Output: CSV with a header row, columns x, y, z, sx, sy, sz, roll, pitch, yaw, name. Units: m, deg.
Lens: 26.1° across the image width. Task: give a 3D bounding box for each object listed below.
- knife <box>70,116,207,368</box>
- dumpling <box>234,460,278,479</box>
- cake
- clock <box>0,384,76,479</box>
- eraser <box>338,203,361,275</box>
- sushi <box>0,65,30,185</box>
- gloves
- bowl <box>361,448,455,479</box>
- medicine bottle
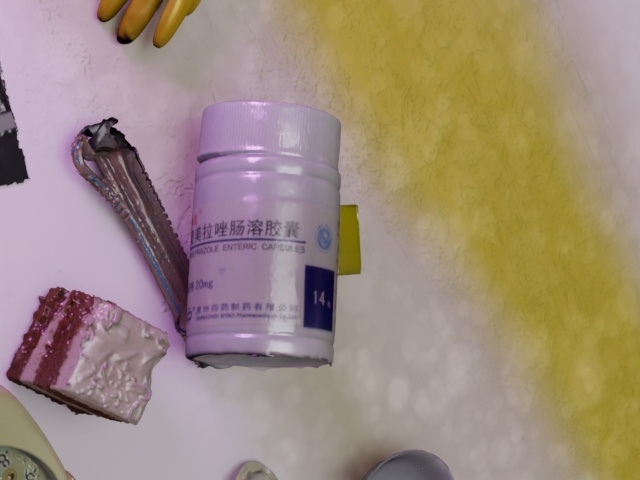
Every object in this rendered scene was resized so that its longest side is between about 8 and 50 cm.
x,y,z,sx,sy,sz,roll,pitch,yaw,name
-0.216,0.008,1.774,0.089,0.043,0.365,-38,112,-29,knife
-0.086,0.327,1.866,0.077,0.043,0.059,0,73,-20,dumpling
-0.277,0.140,1.664,0.134,0.147,0.135,31,75,-31,cake
-0.397,0.331,1.612,0.235,0.096,0.308,-45,114,-28,clock
0.000,0.000,1.875,0.045,0.122,0.097,-3,92,-38,eraser
-0.483,-0.212,1.546,0.296,0.100,0.373,-18,101,-34,sushi
-0.191,-0.383,1.770,0.133,0.116,0.294,31,81,-3,gloves
0.102,0.388,1.971,0.189,0.086,0.189,1,88,-34,bowl
-0.071,-0.006,1.766,0.190,0.190,0.332,10,76,-35,medicine bottle
